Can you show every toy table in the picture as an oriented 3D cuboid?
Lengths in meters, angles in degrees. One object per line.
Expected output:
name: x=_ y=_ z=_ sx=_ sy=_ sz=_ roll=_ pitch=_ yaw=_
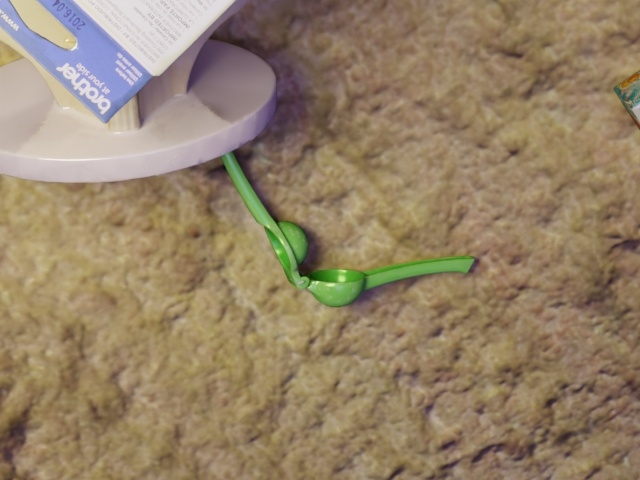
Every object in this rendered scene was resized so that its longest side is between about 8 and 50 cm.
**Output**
toy table: x=-0.175 y=-0.163 z=1.286 sx=0.274 sy=0.252 sz=0.160 roll=-14 pitch=134 yaw=-15

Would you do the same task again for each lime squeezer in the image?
lime squeezer: x=0.000 y=0.000 z=1.486 sx=0.310 sy=0.059 sz=0.110 roll=28 pitch=108 yaw=-20

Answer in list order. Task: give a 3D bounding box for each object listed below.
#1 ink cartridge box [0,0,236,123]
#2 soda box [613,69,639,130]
ink cartridge box: x=-0.108 y=-0.253 z=1.082 sx=0.311 sy=0.065 sz=0.186 roll=-45 pitch=112 yaw=5
soda box: x=0.362 y=-0.091 z=1.503 sx=0.063 sy=0.058 sz=0.183 roll=-36 pitch=116 yaw=8
